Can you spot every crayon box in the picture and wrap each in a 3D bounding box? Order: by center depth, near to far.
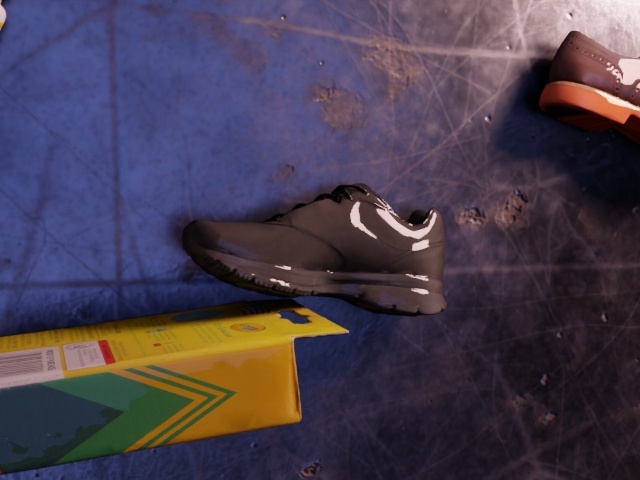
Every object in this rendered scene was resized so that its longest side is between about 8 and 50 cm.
[{"bbox_3d":[-0.148,0.123,0.956,0.319,0.202,0.081,-8,98,-14],"label":"crayon box"}]

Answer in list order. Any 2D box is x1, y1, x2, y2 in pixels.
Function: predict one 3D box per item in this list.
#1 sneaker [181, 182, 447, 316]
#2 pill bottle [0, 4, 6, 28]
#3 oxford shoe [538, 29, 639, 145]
[{"bbox_3d":[0.000,0.000,1.048,0.286,0.109,0.130,10,86,-26],"label":"sneaker"},{"bbox_3d":[-0.327,-0.196,0.946,0.065,0.065,0.116,28,87,-16],"label":"pill bottle"},{"bbox_3d":[0.376,-0.151,1.137,0.271,0.097,0.098,17,84,-17],"label":"oxford shoe"}]
